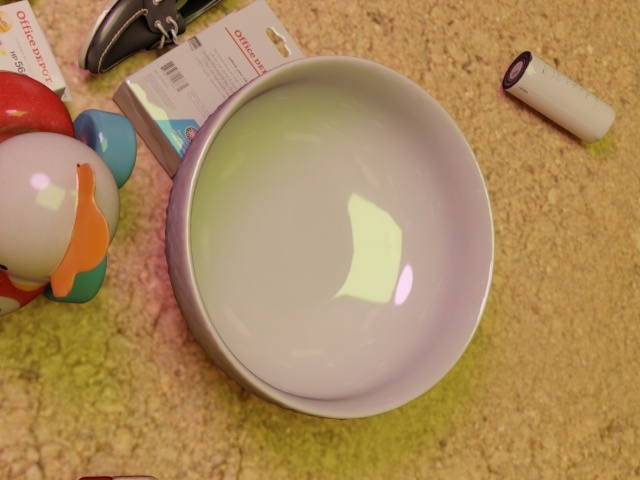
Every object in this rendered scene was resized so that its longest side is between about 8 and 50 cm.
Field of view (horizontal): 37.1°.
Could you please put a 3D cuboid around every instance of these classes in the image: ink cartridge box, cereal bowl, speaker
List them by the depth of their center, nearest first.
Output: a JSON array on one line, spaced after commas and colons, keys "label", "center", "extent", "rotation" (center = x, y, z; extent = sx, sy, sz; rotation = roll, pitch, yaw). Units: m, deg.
[{"label": "ink cartridge box", "center": [-0.305, -0.150, 0.869], "extent": [0.143, 0.090, 0.092], "rotation": [-24, 89, -26]}, {"label": "cereal bowl", "center": [0.000, 0.000, 0.935], "extent": [0.338, 0.141, 0.339], "rotation": [3, 84, -27]}, {"label": "ink cartridge box", "center": [-0.106, -0.157, 0.975], "extent": [0.180, 0.060, 0.104], "rotation": [-38, 95, -25]}, {"label": "speaker", "center": [0.291, -0.173, 1.159], "extent": [0.136, 0.055, 0.055], "rotation": [29, 69, -16]}]

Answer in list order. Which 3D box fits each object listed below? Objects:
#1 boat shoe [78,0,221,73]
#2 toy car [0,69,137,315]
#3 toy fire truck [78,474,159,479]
[{"label": "boat shoe", "center": [-0.157, -0.229, 0.956], "extent": [0.065, 0.075, 0.206], "rotation": [37, 61, 4]}, {"label": "toy car", "center": [-0.232, -0.013, 0.745], "extent": [0.219, 0.238, 0.210], "rotation": [9, 103, -39]}, {"label": "toy fire truck", "center": [-0.240, 0.306, 0.779], "extent": [0.246, 0.158, 0.217], "rotation": [2, 78, -12]}]
